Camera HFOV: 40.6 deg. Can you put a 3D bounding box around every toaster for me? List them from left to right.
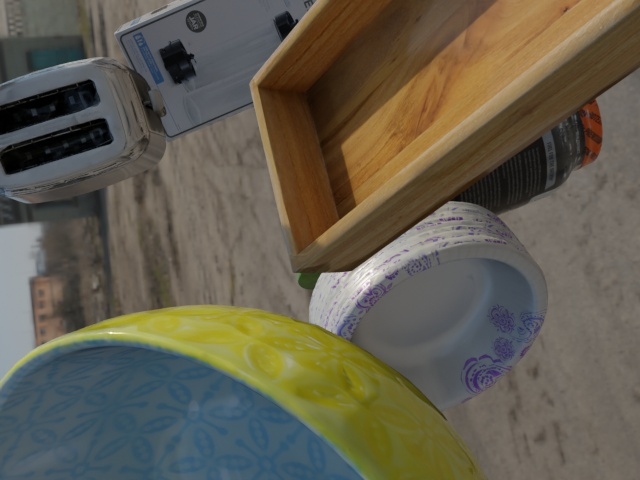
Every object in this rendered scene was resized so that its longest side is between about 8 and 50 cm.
[{"bbox_3d":[-0.275,-0.114,0.913,0.146,0.227,0.129,-172,65,-83],"label":"toaster"}]

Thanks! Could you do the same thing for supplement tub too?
[{"bbox_3d":[0.202,-0.127,1.208,0.207,0.338,0.207,160,90,-82],"label":"supplement tub"}]

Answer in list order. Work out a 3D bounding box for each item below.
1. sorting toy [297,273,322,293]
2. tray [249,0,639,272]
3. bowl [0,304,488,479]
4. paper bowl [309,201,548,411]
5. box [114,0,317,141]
[{"bbox_3d":[0.000,0.000,1.605,0.365,0.127,0.126,84,167,-63],"label":"sorting toy"},{"bbox_3d":[0.087,-0.146,0.672,0.411,0.076,0.202,-39,58,49],"label":"tray"},{"bbox_3d":[-0.014,0.147,0.437,0.289,0.156,0.289,13,116,29],"label":"bowl"},{"bbox_3d":[0.124,0.075,1.074,0.148,0.284,0.284,-116,25,-49],"label":"paper bowl"},{"bbox_3d":[-0.114,-0.273,1.194,0.087,0.290,0.169,-107,-6,-69],"label":"box"}]
